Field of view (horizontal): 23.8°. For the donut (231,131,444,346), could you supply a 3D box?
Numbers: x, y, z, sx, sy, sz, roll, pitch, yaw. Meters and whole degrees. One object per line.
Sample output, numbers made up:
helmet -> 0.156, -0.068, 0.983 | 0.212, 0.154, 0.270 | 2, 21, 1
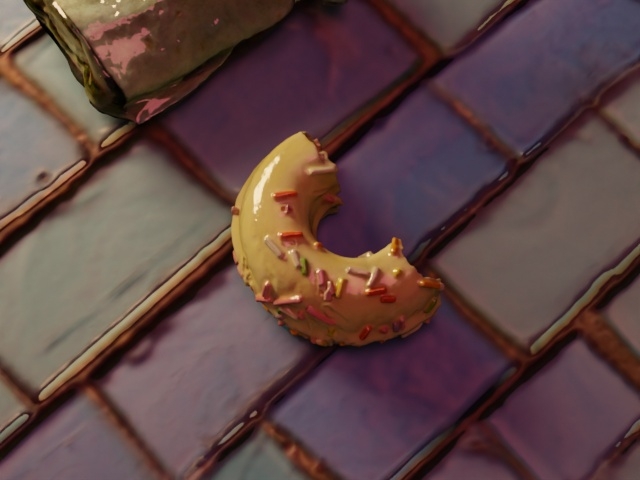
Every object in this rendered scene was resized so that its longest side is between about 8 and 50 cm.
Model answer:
donut -> -0.002, 0.004, 1.041 | 0.108, 0.065, 0.166 | -30, 72, -16

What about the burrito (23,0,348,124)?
burrito -> -0.091, -0.192, 1.112 | 0.229, 0.089, 0.144 | -33, 75, -15
